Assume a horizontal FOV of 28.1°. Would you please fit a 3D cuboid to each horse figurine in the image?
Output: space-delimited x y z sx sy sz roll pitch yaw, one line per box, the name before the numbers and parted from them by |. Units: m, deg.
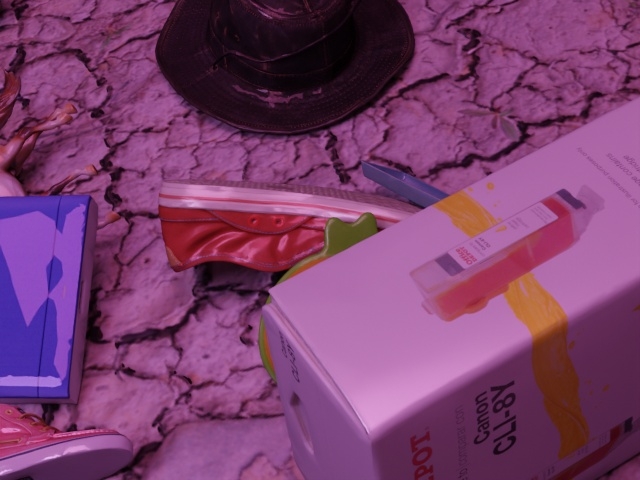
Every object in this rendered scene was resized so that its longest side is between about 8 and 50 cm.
horse figurine | -0.329 -0.062 1.395 0.174 0.066 0.263 -29 58 2

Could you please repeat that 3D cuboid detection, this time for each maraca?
maraca | 0.019 0.063 1.200 0.127 0.099 0.186 32 81 -8

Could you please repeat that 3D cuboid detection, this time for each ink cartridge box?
ink cartridge box | 0.169 0.089 1.055 0.384 0.279 0.160 -27 52 -14

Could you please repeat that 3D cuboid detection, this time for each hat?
hat | -0.055 -0.280 1.511 0.331 0.134 0.331 -5 49 5

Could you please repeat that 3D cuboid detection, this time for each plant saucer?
plant saucer | 0.116 -0.041 1.294 0.067 0.018 0.192 13 10 -37

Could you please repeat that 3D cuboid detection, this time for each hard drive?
hard drive | -0.391 0.058 1.285 0.318 0.040 0.210 -1 69 8

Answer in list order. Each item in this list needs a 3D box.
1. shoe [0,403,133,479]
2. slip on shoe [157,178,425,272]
shoe | -0.262 0.184 1.178 0.178 0.063 0.081 -14 53 2
slip on shoe | 0.000 0.000 1.285 0.331 0.101 0.123 5 7 0
